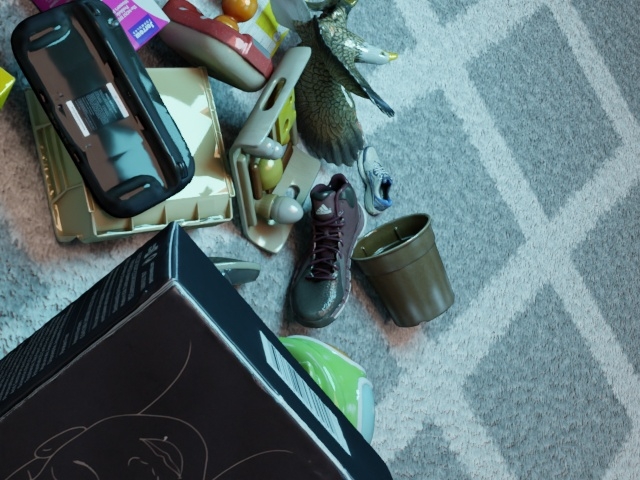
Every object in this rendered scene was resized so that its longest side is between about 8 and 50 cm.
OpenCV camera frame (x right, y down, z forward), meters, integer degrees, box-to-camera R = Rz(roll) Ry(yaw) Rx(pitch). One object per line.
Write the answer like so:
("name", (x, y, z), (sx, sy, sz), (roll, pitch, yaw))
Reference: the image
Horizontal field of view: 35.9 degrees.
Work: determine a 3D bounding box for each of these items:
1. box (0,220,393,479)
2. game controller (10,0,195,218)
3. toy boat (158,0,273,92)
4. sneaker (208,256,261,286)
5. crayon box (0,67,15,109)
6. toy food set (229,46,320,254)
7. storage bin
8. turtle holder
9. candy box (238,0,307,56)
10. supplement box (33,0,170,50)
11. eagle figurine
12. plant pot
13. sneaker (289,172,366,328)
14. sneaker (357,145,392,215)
("box", (-0.208, 0.322, 1.216), (0.472, 0.297, 0.480), (-38, 106, 2))
("game controller", (-0.311, -0.193, 1.432), (0.166, 0.067, 0.319), (-31, 97, -25))
("toy boat", (-0.159, -0.351, 1.631), (0.151, 0.231, 0.151), (-58, 140, -4))
("sneaker", (-0.188, 0.091, 1.599), (0.222, 0.083, 0.118), (-6, 100, -46))
("crayon box", (-0.637, -0.204, 1.254), (0.363, 0.106, 0.313), (39, 57, -10))
("toy food set", (-0.056, -0.145, 1.652), (0.092, 0.306, 0.219), (17, 59, 13))
("storage bin", (-0.289, -0.134, 1.542), (0.262, 0.123, 0.260), (-9, 83, -40))
("turtle holder", (-0.017, 0.310, 1.556), (0.227, 0.243, 0.320), (6, 64, -55))
("candy box", (-0.104, -0.415, 1.831), (0.105, 0.027, 0.206), (40, 56, -19))
("supplement box", (-0.364, -0.386, 1.561), (0.220, 0.114, 0.111), (51, 51, -18))
("eagle figurine", (0.031, -0.314, 1.764), (0.226, 0.225, 0.298), (41, 47, -54))
("plant pot", (0.161, 0.060, 1.828), (0.167, 0.167, 0.165), (-41, 111, -38))
("sneaker", (0.000, 0.000, 1.704), (0.162, 0.106, 0.281), (74, 25, -50))
("sneaker", (0.113, -0.120, 1.899), (0.052, 0.058, 0.135), (-4, 79, -39))
